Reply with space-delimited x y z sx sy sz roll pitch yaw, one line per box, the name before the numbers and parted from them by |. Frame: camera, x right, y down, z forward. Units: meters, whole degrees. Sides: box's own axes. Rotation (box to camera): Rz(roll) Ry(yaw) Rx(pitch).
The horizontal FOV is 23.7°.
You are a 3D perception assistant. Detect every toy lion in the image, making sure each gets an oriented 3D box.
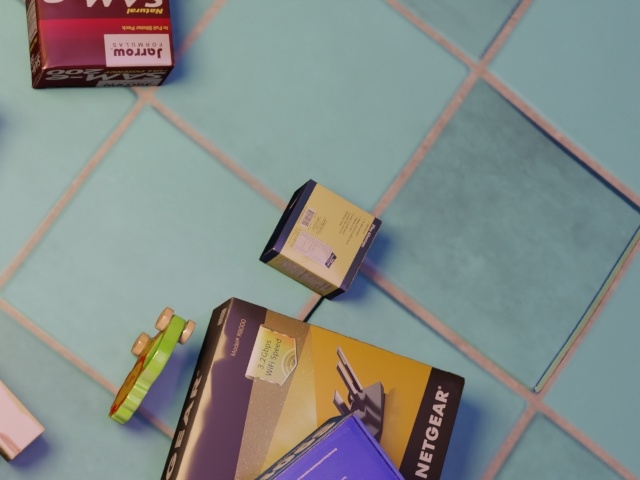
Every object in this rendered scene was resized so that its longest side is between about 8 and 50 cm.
toy lion | -0.160 0.120 1.392 0.034 0.100 0.096 32 53 -11

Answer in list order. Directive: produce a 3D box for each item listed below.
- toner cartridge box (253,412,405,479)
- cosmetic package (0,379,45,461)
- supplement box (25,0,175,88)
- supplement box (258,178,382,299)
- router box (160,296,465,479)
toner cartridge box | -0.063 0.317 1.306 0.348 0.075 0.165 -37 91 -20
cosmetic package | -0.301 0.142 1.362 0.041 0.060 0.115 -42 92 -19
supplement box | -0.218 -0.270 1.462 0.130 0.073 0.239 -4 81 -18
supplement box | 0.000 0.000 1.484 0.083 0.056 0.083 31 72 -9
router box | -0.023 0.237 1.417 0.243 0.081 0.308 19 74 -13
